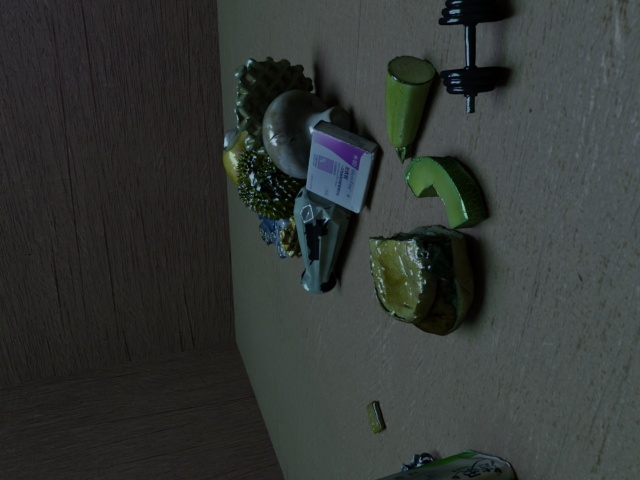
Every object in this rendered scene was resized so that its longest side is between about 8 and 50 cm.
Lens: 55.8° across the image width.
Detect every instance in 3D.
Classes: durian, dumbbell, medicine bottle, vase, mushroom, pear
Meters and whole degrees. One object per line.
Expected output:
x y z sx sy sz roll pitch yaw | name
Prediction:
-0.129 -0.194 1.894 0.225 0.291 0.291 31 -147 -52 | durian
0.234 -0.305 0.944 0.099 0.099 0.208 -142 45 -66 | dumbbell
0.053 -0.184 1.523 0.171 0.052 0.201 28 137 17 | medicine bottle
0.000 0.000 1.752 0.360 0.165 0.165 94 159 -46 | vase
-0.027 -0.291 1.620 0.243 0.244 0.243 171 90 -73 | mushroom
-0.214 -0.291 2.116 0.271 0.271 0.271 171 90 -73 | pear

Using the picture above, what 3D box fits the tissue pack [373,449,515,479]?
0.171 0.592 1.068 0.205 0.405 0.331 146 114 -68 | tissue pack

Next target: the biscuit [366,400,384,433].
0.155 0.501 1.715 0.081 0.018 0.083 114 144 -60 | biscuit

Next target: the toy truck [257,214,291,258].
-0.125 -0.066 2.110 0.367 0.146 0.175 -138 39 -61 | toy truck

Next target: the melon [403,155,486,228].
0.233 -0.094 1.116 0.118 0.064 0.209 100 152 -43 | melon

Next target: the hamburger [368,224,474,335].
0.197 0.082 1.188 0.309 0.132 0.211 -175 77 -73 | hamburger

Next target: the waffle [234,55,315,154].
-0.118 -0.378 1.729 0.056 0.309 0.291 -1 95 47 | waffle

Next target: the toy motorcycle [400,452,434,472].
0.252 0.581 1.333 0.221 0.102 0.150 48 122 56 | toy motorcycle

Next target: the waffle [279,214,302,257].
-0.043 -0.021 1.844 0.038 0.191 0.191 -121 28 -41 | waffle

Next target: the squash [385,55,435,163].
0.172 -0.249 1.216 0.224 0.094 0.094 89 162 -45 | squash
